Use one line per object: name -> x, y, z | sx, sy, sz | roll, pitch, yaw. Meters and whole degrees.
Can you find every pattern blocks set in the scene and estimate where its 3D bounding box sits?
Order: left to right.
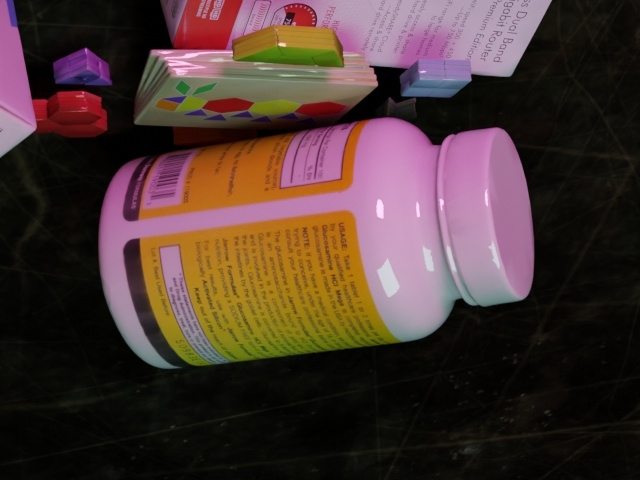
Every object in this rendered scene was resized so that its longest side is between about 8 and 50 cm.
pattern blocks set -> -0.060, -0.120, 1.360 | 0.325, 0.026, 0.285 | 3, 167, -27

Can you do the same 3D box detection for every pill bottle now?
pill bottle -> 0.000, 0.000, 1.424 | 0.334, 0.188, 0.188 | -7, 145, 20

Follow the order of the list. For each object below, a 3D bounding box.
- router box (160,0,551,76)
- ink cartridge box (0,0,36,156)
router box -> 0.065, -0.281, 1.272 | 0.301, 0.082, 0.335 | 2, 137, -23
ink cartridge box -> -0.366, -0.096, 1.215 | 0.307, 0.223, 0.129 | -35, 139, 20
